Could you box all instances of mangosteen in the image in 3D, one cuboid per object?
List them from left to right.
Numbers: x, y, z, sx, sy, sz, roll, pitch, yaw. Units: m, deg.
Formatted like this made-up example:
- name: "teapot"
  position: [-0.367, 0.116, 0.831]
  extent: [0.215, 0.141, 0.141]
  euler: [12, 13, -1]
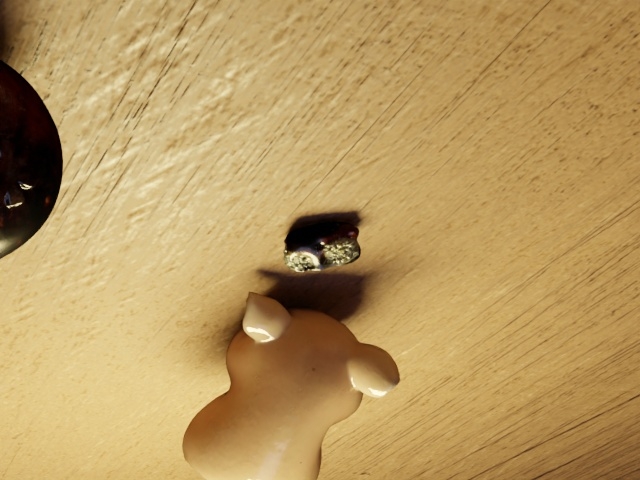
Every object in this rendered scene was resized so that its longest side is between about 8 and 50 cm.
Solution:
- name: "mangosteen"
  position: [-0.293, -0.063, 0.736]
  extent: [0.200, 0.199, 0.200]
  euler: [-7, 150, -4]

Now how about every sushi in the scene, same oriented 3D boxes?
- name: "sushi"
  position: [0.000, 0.000, 1.046]
  extent: [0.083, 0.044, 0.046]
  euler: [-11, 129, -1]

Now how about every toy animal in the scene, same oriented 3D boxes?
- name: "toy animal"
  position: [-0.045, 0.199, 1.206]
  extent: [0.195, 0.256, 0.213]
  euler: [24, -174, -5]
